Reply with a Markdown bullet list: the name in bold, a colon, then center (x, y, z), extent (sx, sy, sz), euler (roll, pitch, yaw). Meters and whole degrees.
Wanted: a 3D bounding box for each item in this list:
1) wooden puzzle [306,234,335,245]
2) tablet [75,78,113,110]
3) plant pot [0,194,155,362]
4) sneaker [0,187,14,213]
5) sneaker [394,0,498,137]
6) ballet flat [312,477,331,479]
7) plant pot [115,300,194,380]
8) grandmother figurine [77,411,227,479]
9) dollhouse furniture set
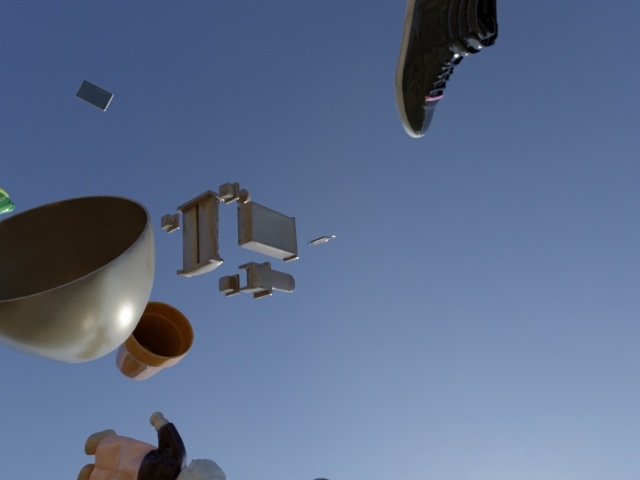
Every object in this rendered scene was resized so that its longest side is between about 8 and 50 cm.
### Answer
- **wooden puzzle**: center (0.000, 0.000, 1.224), extent (0.083, 0.049, 0.006), euler (-21, -102, 21)
- **tablet**: center (-0.612, -0.394, 1.230), extent (0.083, 0.006, 0.054), euler (27, -94, -9)
- **plant pot**: center (-0.386, 0.078, 0.710), extent (0.284, 0.284, 0.191), euler (-2, -58, 6)
- **sneaker**: center (-0.831, -0.003, 1.040), extent (0.295, 0.109, 0.123), euler (-49, -40, -8)
- **sneaker**: center (0.223, -0.317, 0.803), extent (0.146, 0.104, 0.296), euler (26, -52, 37)
- **ballet flat**: center (0.042, 0.398, 0.541), extent (0.080, 0.232, 0.073), euler (-25, -35, -20)
- **plant pot**: center (-0.524, 0.323, 1.385), extent (0.205, 0.205, 0.188), euler (38, -64, -9)
- **grandmother figurine**: center (-0.319, 0.440, 0.868), extent (0.342, 0.104, 0.208), euler (-2, -99, 31)
- **dollhouse furniture set**: center (-0.248, 0.038, 1.202), extent (0.355, 0.173, 0.303), euler (-20, -115, 33)
